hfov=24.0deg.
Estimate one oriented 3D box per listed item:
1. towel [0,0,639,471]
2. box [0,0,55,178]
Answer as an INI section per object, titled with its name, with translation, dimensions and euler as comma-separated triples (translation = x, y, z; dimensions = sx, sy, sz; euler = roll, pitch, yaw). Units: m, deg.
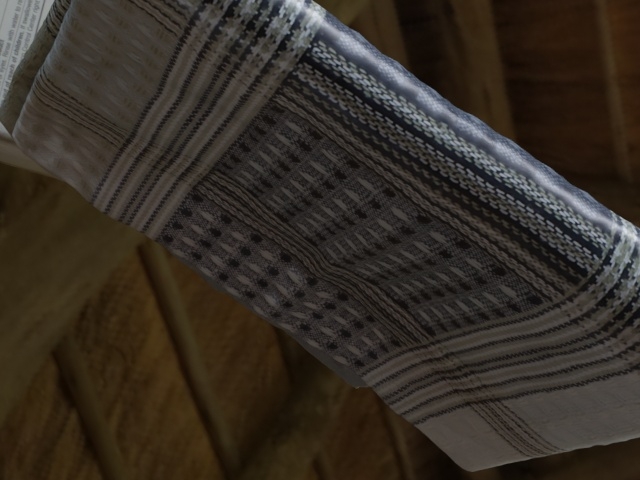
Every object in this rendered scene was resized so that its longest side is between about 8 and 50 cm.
[towel]
translation = 0.000, 0.000, 0.668
dimensions = 0.312, 0.324, 0.056
euler = 34, -107, -10
[box]
translation = -0.163, -0.114, 0.930
dimensions = 0.311, 0.121, 0.148
euler = 18, -97, -27
